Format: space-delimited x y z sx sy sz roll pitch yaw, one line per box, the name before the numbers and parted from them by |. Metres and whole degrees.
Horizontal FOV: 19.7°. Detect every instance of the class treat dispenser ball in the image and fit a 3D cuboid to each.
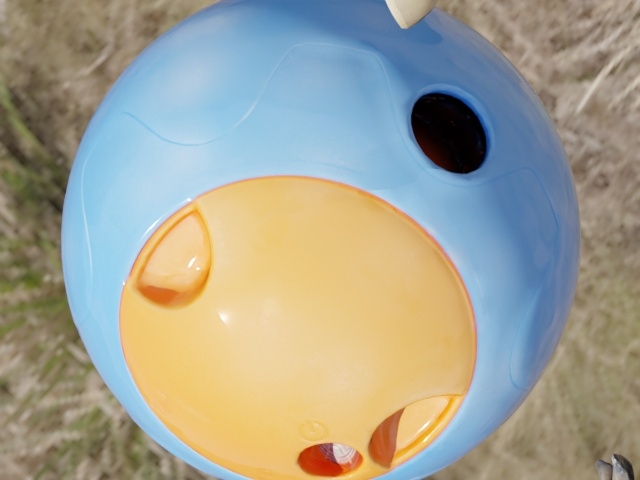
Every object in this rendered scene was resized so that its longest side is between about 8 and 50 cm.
treat dispenser ball | 0.000 0.000 1.027 0.288 0.288 0.288 14 127 20

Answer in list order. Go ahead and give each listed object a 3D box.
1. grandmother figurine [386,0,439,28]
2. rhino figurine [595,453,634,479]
grandmother figurine | 0.172 -0.180 0.608 0.342 0.208 0.104 -20 123 10
rhino figurine | 0.143 0.194 0.881 0.106 0.243 0.073 19 172 8
